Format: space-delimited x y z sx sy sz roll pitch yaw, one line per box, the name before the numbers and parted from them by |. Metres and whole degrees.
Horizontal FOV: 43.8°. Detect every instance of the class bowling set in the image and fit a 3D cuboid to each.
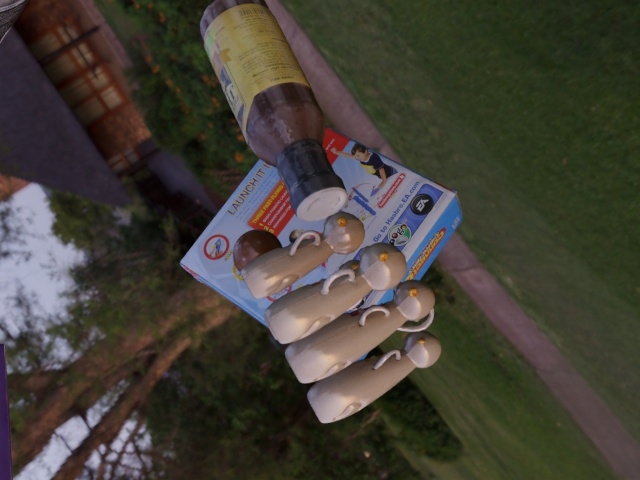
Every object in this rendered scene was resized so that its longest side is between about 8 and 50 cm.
bowling set | 0.010 0.036 0.786 0.200 0.154 0.287 58 172 27

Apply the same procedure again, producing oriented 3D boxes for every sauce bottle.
sauce bottle | -0.062 -0.180 1.051 0.111 0.111 0.344 76 171 -60

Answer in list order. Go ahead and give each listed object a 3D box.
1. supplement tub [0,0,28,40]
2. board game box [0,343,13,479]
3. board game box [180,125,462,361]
supplement tub | -0.459 -0.352 0.983 0.338 0.207 0.207 -13 113 55
board game box | -0.404 0.201 0.843 0.048 0.141 0.170 137 126 -62
board game box | 0.000 0.000 1.190 0.302 0.308 0.086 32 169 28
